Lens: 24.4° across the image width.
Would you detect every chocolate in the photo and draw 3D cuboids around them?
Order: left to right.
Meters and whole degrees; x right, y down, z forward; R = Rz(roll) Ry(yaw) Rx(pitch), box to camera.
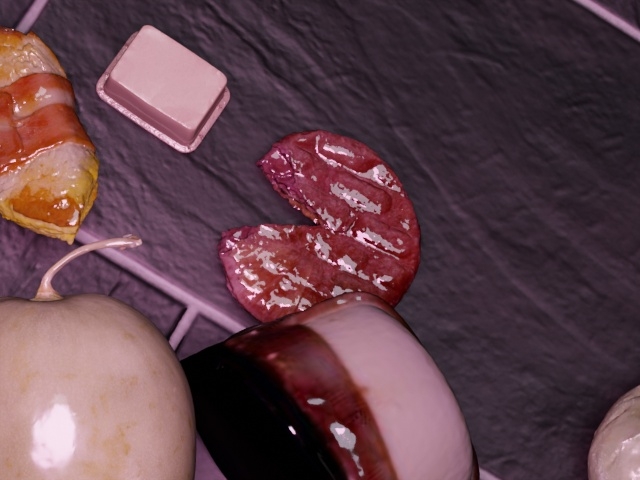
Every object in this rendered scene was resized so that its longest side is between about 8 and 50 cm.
[{"bbox_3d":[0.020,0.166,1.376,0.186,0.283,0.283,-40,89,-24],"label":"chocolate"}]

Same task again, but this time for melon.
[{"bbox_3d":[-0.234,0.185,1.313,0.271,0.272,0.308,-19,77,-16],"label":"melon"}]

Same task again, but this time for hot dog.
[{"bbox_3d":[-0.288,-0.100,1.449,0.123,0.093,0.261,-16,67,-7],"label":"hot dog"}]

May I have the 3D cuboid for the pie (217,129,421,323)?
[{"bbox_3d":[0.000,0.000,1.513,0.204,0.054,0.219,40,71,-2],"label":"pie"}]

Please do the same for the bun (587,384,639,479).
[{"bbox_3d":[0.386,0.233,1.512,0.212,0.126,0.204,-39,87,-17],"label":"bun"}]

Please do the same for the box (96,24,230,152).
[{"bbox_3d":[-0.157,-0.158,1.505,0.122,0.062,0.089,34,73,-3],"label":"box"}]
